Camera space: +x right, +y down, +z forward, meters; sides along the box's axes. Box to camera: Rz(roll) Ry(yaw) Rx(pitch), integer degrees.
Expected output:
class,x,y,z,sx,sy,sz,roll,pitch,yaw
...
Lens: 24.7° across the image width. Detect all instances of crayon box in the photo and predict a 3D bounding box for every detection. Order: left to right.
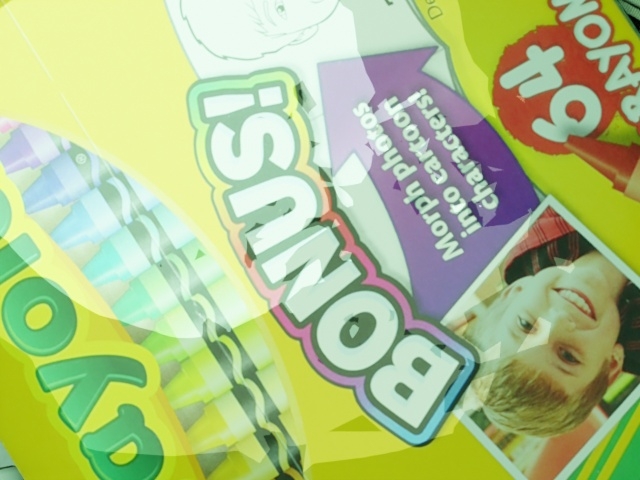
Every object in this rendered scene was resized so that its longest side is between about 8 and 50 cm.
class,x,y,z,sx,sy,sz,roll,pitch,yaw
crayon box,0.000,0.000,0.642,0.313,0.106,0.363,-33,86,-1

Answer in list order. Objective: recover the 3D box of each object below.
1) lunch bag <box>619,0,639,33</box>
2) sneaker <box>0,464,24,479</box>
class,x,y,z,sx,sy,sz,roll,pitch,yaw
lunch bag,0.273,-0.130,0.620,0.287,0.169,0.235,41,95,25
sneaker,-0.237,0.220,0.724,0.290,0.106,0.123,-35,79,16
